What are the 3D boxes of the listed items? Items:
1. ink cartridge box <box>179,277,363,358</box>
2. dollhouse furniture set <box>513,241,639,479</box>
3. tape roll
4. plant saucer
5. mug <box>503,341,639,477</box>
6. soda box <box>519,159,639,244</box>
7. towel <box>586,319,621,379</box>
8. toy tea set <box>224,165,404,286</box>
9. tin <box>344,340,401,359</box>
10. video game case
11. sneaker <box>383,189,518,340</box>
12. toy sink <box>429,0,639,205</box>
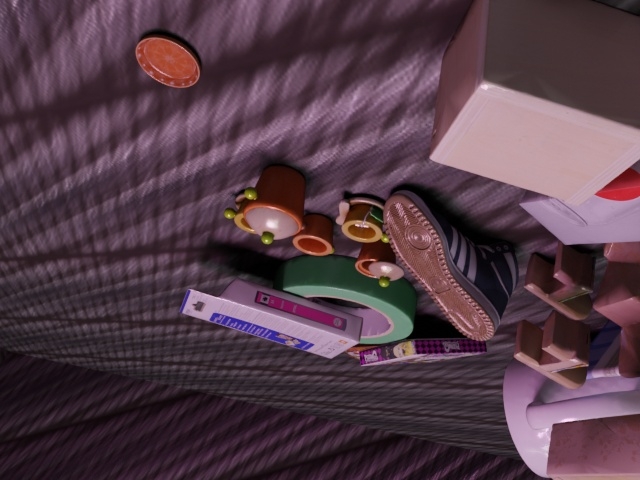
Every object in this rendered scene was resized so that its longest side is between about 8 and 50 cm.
[{"bbox_3d":[-0.109,0.164,1.203,0.371,0.069,0.176,17,153,-13],"label":"ink cartridge box"},{"bbox_3d":[0.484,0.171,0.753,0.256,0.394,0.362,31,148,-13],"label":"dollhouse furniture set"},{"bbox_3d":[0.050,0.139,1.238,0.321,0.077,0.321,11,152,6],"label":"tape roll"},{"bbox_3d":[-0.195,-0.232,0.717,0.084,0.013,0.083,9,152,5],"label":"plant saucer"},{"bbox_3d":[0.572,0.342,1.144,0.374,0.276,0.328,12,154,-43],"label":"mug"},{"bbox_3d":[0.365,-0.062,0.607,0.098,0.091,0.286,38,164,-17],"label":"soda box"},{"bbox_3d":[0.579,0.163,0.943,0.034,0.209,0.285,54,149,2],"label":"towel"},{"bbox_3d":[0.000,0.000,0.946,0.336,0.124,0.200,19,152,-10],"label":"toy tea set"},{"bbox_3d":[0.150,0.299,1.537,0.190,0.040,0.106,-12,140,39],"label":"tin"},{"bbox_3d":[0.248,0.272,1.359,0.232,0.041,0.210,6,160,-33],"label":"video game case"},{"bbox_3d":[0.224,0.012,0.925,0.282,0.153,0.099,54,143,-9],"label":"sneaker"},{"bbox_3d":[0.245,-0.137,0.557,0.234,0.152,0.131,15,153,-5],"label":"toy sink"}]
